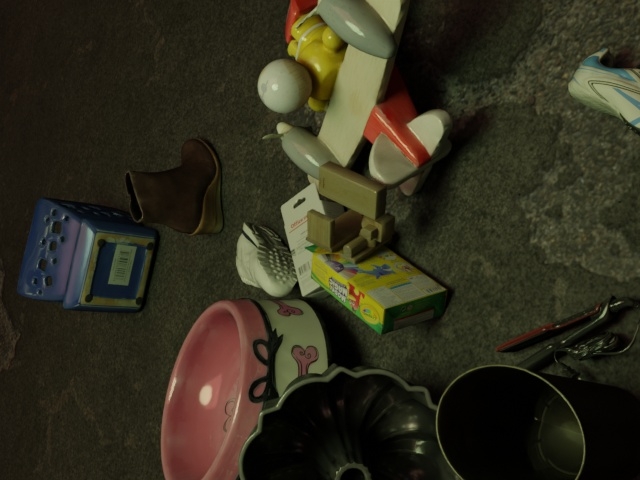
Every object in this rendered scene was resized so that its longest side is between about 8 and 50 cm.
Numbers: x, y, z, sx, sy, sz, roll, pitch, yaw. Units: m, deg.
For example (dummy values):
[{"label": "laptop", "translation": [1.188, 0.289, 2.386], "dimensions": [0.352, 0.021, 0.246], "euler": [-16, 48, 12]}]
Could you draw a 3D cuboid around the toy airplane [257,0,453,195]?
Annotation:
[{"label": "toy airplane", "translation": [0.037, -0.235, 1.409], "dimensions": [0.384, 0.273, 0.385], "euler": [-150, 52, -63]}]

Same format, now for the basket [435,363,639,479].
[{"label": "basket", "translation": [0.289, 0.235, 1.069], "dimensions": [0.204, 0.227, 0.154], "euler": [9, 88, 47]}]

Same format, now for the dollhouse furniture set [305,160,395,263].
[{"label": "dollhouse furniture set", "translation": [0.070, -0.061, 1.403], "dimensions": [0.144, 0.123, 0.151], "euler": [27, 133, 33]}]

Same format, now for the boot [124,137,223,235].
[{"label": "boot", "translation": [-0.306, -0.128, 1.816], "dimensions": [0.090, 0.207, 0.248], "euler": [-38, 55, 36]}]

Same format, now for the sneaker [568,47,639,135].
[{"label": "sneaker", "translation": [0.421, -0.174, 1.127], "dimensions": [0.086, 0.085, 0.237], "euler": [-55, 49, 14]}]

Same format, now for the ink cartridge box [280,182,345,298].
[{"label": "ink cartridge box", "translation": [0.000, 0.000, 1.557], "dimensions": [0.104, 0.060, 0.180], "euler": [-33, 61, 39]}]

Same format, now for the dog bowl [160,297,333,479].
[{"label": "dog bowl", "translation": [-0.144, 0.281, 1.513], "dimensions": [0.408, 0.150, 0.407], "euler": [-40, 42, 48]}]

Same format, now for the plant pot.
[{"label": "plant pot", "translation": [-0.514, 0.044, 1.997], "dimensions": [0.212, 0.236, 0.235], "euler": [16, 94, 41]}]

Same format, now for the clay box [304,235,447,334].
[{"label": "clay box", "translation": [0.081, 0.062, 1.407], "dimensions": [0.222, 0.128, 0.053], "euler": [37, 131, 47]}]

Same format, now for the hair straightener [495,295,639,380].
[{"label": "hair straightener", "translation": [0.343, 0.144, 1.176], "dimensions": [0.230, 0.047, 0.089], "euler": [-30, 60, 35]}]

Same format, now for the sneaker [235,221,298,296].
[{"label": "sneaker", "translation": [-0.104, 0.053, 1.633], "dimensions": [0.094, 0.090, 0.235], "euler": [-63, 25, 16]}]

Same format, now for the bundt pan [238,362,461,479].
[{"label": "bundt pan", "translation": [0.039, 0.326, 1.289], "dimensions": [0.124, 0.331, 0.330], "euler": [-127, 54, -79]}]
